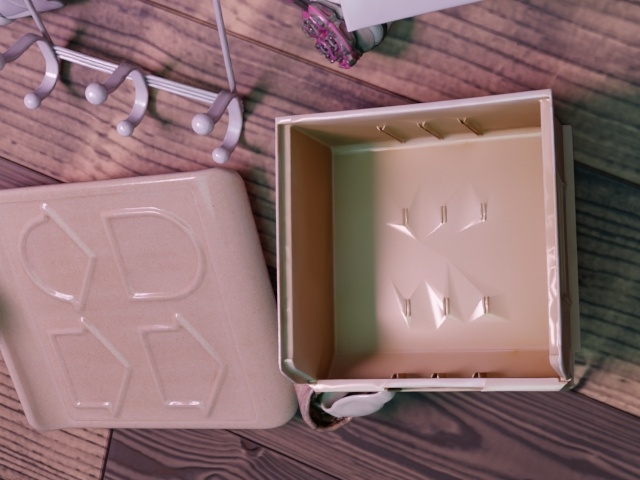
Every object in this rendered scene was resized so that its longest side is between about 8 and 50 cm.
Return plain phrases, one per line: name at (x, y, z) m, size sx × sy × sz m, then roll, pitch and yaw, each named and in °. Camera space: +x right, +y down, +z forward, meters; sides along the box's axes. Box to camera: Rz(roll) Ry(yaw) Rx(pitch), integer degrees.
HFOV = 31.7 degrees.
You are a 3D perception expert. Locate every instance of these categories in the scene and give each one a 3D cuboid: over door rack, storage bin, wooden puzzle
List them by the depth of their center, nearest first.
storage bin at (0.101, 0.011, 1.058) m, size 0.262 × 0.123 × 0.260 m, roll -3°, pitch 82°, yaw 21°
over door rack at (-0.199, -0.198, 1.059) m, size 0.239 × 0.108 × 0.324 m, roll 17°, pitch 150°, yaw 7°
wooden puzzle at (-0.215, 0.071, 1.304) m, size 0.347 × 0.080 × 0.322 m, roll -6°, pitch 115°, yaw 18°

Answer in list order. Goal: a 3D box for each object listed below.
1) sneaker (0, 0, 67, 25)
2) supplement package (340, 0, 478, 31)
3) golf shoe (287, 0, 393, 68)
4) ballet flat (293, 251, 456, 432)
sneaker at (-0.310, -0.332, 1.128) m, size 0.132 × 0.086 × 0.229 m, roll -4°, pitch 125°, yaw 17°
supplement package at (0.071, -0.342, 0.893) m, size 0.177 × 0.175 × 0.293 m, roll -13°, pitch 113°, yaw 5°
golf shoe at (-0.006, -0.255, 1.059) m, size 0.086 × 0.067 × 0.186 m, roll -43°, pitch 104°, yaw -12°
ballet flat at (0.088, 0.111, 1.185) m, size 0.107 × 0.106 × 0.316 m, roll 30°, pitch 128°, yaw -23°
